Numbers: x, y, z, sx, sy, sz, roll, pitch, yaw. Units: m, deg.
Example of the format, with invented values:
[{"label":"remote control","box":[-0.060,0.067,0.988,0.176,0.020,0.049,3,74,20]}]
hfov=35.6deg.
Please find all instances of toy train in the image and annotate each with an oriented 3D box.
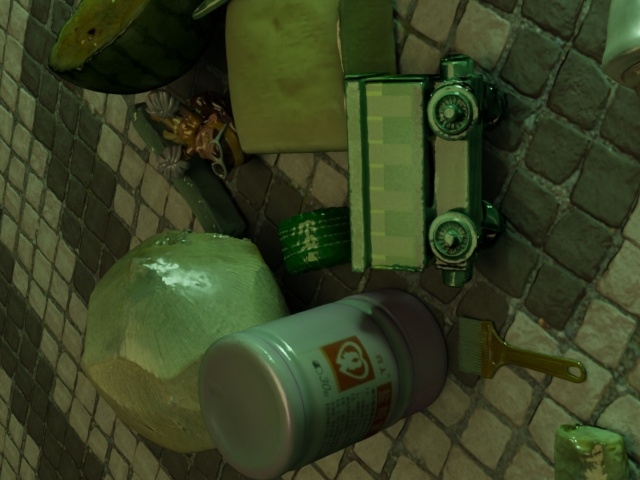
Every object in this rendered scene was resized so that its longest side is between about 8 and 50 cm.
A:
[{"label":"toy train","box":[0.135,-0.091,1.309,0.202,0.120,0.301,3,103,26]}]

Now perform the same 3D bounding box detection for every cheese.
[{"label":"cheese","box":[-0.017,-0.251,1.469,0.265,0.123,0.243,3,98,46]}]

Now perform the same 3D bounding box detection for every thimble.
[{"label":"thimble","box":[0.000,0.000,1.515,0.130,0.118,0.090,-14,85,21]}]

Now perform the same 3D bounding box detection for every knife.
[{"label":"knife","box":[-0.076,-0.411,1.473,0.293,0.020,0.043,-33,40,16]}]

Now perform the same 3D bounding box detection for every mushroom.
[{"label":"mushroom","box":[0.345,0.391,1.268,0.100,0.081,0.312,5,98,43]}]

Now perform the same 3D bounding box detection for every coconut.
[{"label":"coconut","box":[-0.208,0.153,1.609,0.346,0.346,0.360,35,158,37]}]

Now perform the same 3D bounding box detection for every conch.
[{"label":"conch","box":[0.368,-0.236,1.108,0.104,0.094,0.176,-21,56,60]}]

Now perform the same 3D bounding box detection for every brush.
[{"label":"brush","box":[0.268,0.158,1.342,0.205,0.011,0.083,10,106,45]}]

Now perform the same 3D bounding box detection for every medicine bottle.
[{"label":"medicine bottle","box":[0.008,0.193,1.403,0.202,0.315,0.202,16,112,44]}]

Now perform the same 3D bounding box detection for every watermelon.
[{"label":"watermelon","box":[-0.282,-0.350,1.642,0.330,0.189,0.331,-39,29,27]}]

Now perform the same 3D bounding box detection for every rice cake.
[{"label":"rice cake","box":[-0.240,-0.128,1.776,0.336,0.066,0.063,56,134,23]}]

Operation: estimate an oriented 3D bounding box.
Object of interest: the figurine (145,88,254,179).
[{"label":"figurine","box":[-0.210,-0.189,1.679,0.240,0.116,0.175,20,136,29]}]
